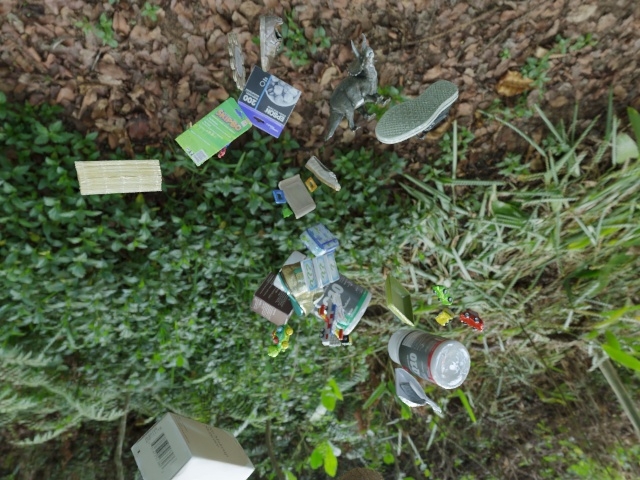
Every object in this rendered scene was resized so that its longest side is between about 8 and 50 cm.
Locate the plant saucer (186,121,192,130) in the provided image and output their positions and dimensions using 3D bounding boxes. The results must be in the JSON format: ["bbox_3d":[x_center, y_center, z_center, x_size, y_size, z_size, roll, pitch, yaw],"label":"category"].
[{"bbox_3d":[-0.520,-0.430,1.587,0.015,0.083,0.083,-3,142,-9],"label":"plant saucer"}]

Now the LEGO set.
[{"bbox_3d":[0.035,0.152,0.988,0.060,0.243,0.182,-14,179,24],"label":"LEGO set"}]

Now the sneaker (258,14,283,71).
[{"bbox_3d":[-0.148,-0.590,1.214,0.071,0.066,0.188,-3,158,-7],"label":"sneaker"}]

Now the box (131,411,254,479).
[{"bbox_3d":[-0.318,0.570,1.040,0.121,0.148,0.311,-45,144,-10],"label":"box"}]

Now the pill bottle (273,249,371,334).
[{"bbox_3d":[0.006,0.205,1.624,0.361,0.204,0.204,31,136,4],"label":"pill bottle"}]

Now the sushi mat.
[{"bbox_3d":[-0.839,-0.268,1.682,0.317,0.019,0.151,-7,126,-28],"label":"sushi mat"}]

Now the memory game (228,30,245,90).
[{"bbox_3d":[-0.278,-0.597,1.334,0.012,0.186,0.186,-4,144,3],"label":"memory game"}]

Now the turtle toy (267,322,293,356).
[{"bbox_3d":[-0.146,0.358,1.442,0.066,0.130,0.095,19,167,-5],"label":"turtle toy"}]

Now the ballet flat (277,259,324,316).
[{"bbox_3d":[-0.044,0.144,1.181,0.124,0.123,0.348,-12,158,-2],"label":"ballet flat"}]

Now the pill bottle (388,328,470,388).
[{"bbox_3d":[0.379,0.414,1.445,0.162,0.161,0.283,5,176,-24],"label":"pill bottle"}]

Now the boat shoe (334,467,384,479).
[{"bbox_3d":[0.092,0.849,1.332,0.286,0.103,0.092,2,106,-40],"label":"boat shoe"}]

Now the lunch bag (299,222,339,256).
[{"bbox_3d":[0.000,0.000,2.201,0.090,0.176,0.219,-45,168,25],"label":"lunch bag"}]

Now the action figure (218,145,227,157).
[{"bbox_3d":[-0.398,-0.387,1.655,0.030,0.115,0.038,31,147,-26],"label":"action figure"}]

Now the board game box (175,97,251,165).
[{"bbox_3d":[-0.390,-0.401,1.472,0.260,0.039,0.124,-33,112,9],"label":"board game box"}]

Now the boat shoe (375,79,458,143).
[{"bbox_3d":[0.449,-0.568,1.853,0.500,0.187,0.155,-38,156,-23],"label":"boat shoe"}]

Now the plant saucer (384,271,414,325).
[{"bbox_3d":[0.342,0.265,1.768,0.045,0.188,0.188,-29,124,27],"label":"plant saucer"}]

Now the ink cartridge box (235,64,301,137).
[{"bbox_3d":[-0.214,-0.549,1.593,0.207,0.045,0.208,27,106,-10],"label":"ink cartridge box"}]

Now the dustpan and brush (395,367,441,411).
[{"bbox_3d":[0.365,0.574,1.479,0.060,0.147,0.211,-36,104,21],"label":"dustpan and brush"}]

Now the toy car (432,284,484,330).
[{"bbox_3d":[0.539,0.262,1.639,0.224,0.053,0.239,57,152,-14],"label":"toy car"}]

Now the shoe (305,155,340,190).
[{"bbox_3d":[0.015,-0.290,1.721,0.058,0.219,0.077,-54,149,15],"label":"shoe"}]

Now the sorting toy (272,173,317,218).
[{"bbox_3d":[-0.120,-0.217,1.977,0.047,0.195,0.348,-22,-172,37],"label":"sorting toy"}]

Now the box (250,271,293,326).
[{"bbox_3d":[-0.222,0.302,2.027,0.203,0.167,0.168,30,142,4],"label":"box"}]

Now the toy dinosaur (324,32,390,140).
[{"bbox_3d":[0.102,-0.436,1.207,0.121,0.160,0.313,-32,170,-45],"label":"toy dinosaur"}]
